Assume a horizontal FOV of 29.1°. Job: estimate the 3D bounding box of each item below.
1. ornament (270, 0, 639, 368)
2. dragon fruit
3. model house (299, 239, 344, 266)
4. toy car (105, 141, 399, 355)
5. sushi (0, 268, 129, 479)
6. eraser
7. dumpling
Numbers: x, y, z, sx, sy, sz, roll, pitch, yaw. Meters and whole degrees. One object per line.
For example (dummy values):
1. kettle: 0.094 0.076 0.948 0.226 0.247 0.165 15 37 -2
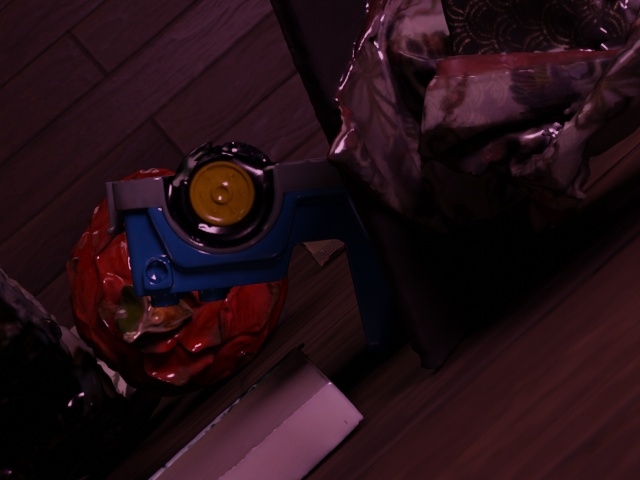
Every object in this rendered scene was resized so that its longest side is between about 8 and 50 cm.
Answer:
1. ornament: 0.115 -0.059 0.396 0.196 0.153 0.166 -6 28 40
2. dragon fruit: -0.109 0.028 0.937 0.172 0.172 0.209 -41 17 -10
3. model house: 0.014 -0.024 1.159 0.083 0.058 0.057 -40 3 12
4. toy car: 0.000 0.000 0.560 0.191 0.100 0.097 -7 4 0
5. sushi: -0.258 0.104 0.864 0.171 0.211 0.350 -47 -11 -14
6. eraser: -0.034 0.090 0.513 0.104 0.023 0.150 -42 4 -4
7. dumpling: -0.195 0.140 1.081 0.150 0.092 0.176 4 46 53
